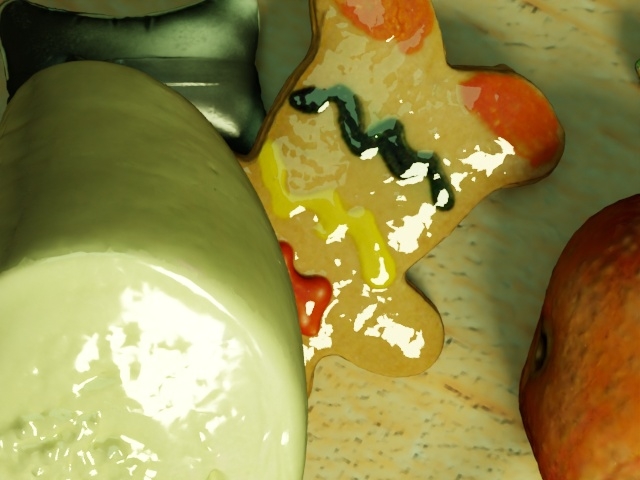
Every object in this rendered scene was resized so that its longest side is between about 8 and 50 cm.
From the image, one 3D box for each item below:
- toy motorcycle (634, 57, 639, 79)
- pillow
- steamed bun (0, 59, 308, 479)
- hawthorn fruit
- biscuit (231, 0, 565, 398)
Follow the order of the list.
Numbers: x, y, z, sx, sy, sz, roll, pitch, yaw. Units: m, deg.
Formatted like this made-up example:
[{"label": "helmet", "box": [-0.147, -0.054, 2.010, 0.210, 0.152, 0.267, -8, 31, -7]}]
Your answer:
[{"label": "toy motorcycle", "box": [0.208, -0.115, 0.866, 0.106, 0.074, 0.190, 4, 85, 13]}, {"label": "pillow", "box": [-0.092, -0.078, 0.885, 0.136, 0.055, 0.091, -4, 51, -13]}, {"label": "steamed bun", "box": [-0.089, 0.066, 0.764, 0.155, 0.200, 0.250, 15, 117, -13]}, {"label": "hawthorn fruit", "box": [0.121, 0.110, 0.816, 0.165, 0.165, 0.285, 44, 99, 7]}, {"label": "biscuit", "box": [0.000, 0.000, 0.862, 0.165, 0.036, 0.250, 38, 96, -7]}]
